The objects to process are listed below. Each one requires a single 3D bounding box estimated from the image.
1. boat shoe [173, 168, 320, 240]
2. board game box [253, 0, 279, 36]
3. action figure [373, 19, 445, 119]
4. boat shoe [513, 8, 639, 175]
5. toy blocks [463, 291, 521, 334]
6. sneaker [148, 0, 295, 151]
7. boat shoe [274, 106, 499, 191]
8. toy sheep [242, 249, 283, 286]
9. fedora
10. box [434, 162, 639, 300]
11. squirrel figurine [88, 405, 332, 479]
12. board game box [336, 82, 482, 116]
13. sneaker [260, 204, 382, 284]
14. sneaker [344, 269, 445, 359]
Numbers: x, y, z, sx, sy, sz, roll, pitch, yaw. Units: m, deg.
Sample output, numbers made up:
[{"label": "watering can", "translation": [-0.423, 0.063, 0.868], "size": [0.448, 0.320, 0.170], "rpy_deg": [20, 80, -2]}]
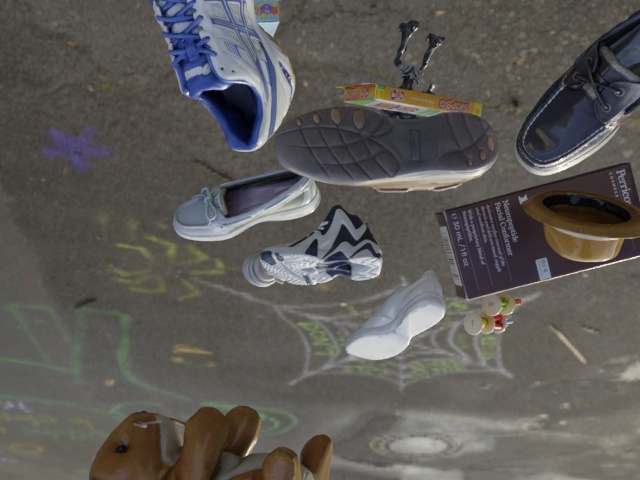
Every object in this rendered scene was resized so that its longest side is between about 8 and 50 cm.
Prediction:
[{"label": "boat shoe", "translation": [-0.163, -0.084, 1.603], "size": [0.320, 0.118, 0.103], "rpy_deg": [-10, 148, 8]}, {"label": "board game box", "translation": [-0.185, -0.528, 1.755], "size": [0.144, 0.142, 0.275], "rpy_deg": [-5, 180, -11]}, {"label": "action figure", "translation": [0.196, -0.349, 1.749], "size": [0.164, 0.275, 0.141], "rpy_deg": [19, 173, 3]}, {"label": "boat shoe", "translation": [0.341, -0.192, 0.890], "size": [0.285, 0.103, 0.092], "rpy_deg": [-40, 162, 11]}, {"label": "toy blocks", "translation": [0.420, 0.169, 1.786], "size": [0.148, 0.054, 0.123], "rpy_deg": [3, 135, -43]}, {"label": "sneaker", "translation": [-0.125, -0.231, 0.858], "size": [0.112, 0.131, 0.296], "rpy_deg": [-15, 131, 30]}, {"label": "boat shoe", "translation": [0.094, -0.120, 1.133], "size": [0.324, 0.123, 0.116], "rpy_deg": [4, 163, 0]}, {"label": "toy sheep", "translation": [-0.129, 0.063, 1.700], "size": [0.091, 0.091, 0.132], "rpy_deg": [22, 159, -29]}, {"label": "fedora", "translation": [0.412, -0.018, 1.199], "size": [0.194, 0.194, 0.079], "rpy_deg": [2, 114, 1]}, {"label": "box", "translation": [0.445, -0.016, 1.551], "size": [0.381, 0.191, 0.143], "rpy_deg": [-15, 180, 0]}, {"label": "squirrel figurine", "translation": [-0.203, 0.456, 1.218], "size": [0.370, 0.397, 0.281], "rpy_deg": [7, 180, 13]}, {"label": "board game box", "translation": [0.166, -0.264, 1.453], "size": [0.259, 0.039, 0.124], "rpy_deg": [8, -177, -26]}, {"label": "sneaker", "translation": [0.000, 0.000, 1.512], "size": [0.235, 0.153, 0.094], "rpy_deg": [-5, 135, 2]}, {"label": "sneaker", "translation": [0.125, 0.125, 1.279], "size": [0.080, 0.094, 0.212], "rpy_deg": [31, 130, -28]}]
